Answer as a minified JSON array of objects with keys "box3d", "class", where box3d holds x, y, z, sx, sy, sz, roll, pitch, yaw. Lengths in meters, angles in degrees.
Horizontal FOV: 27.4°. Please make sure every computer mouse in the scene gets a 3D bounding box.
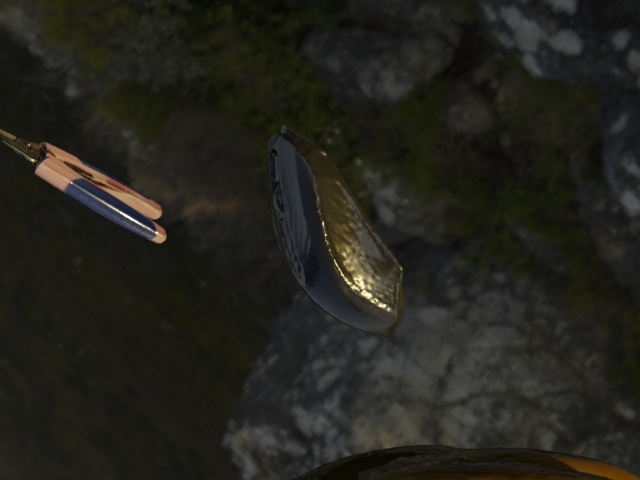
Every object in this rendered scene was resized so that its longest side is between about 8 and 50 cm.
[{"box3d":[0.000,0.000,0.942,0.172,0.057,0.099,61,162,-5],"class":"computer mouse"}]

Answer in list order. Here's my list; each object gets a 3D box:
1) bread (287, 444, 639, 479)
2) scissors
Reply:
[{"box3d":[0.003,0.167,0.477,0.333,0.333,0.160,-37,74,56],"class":"bread"},{"box3d":[-0.135,-0.034,0.736,0.113,0.039,0.012,31,110,-26],"class":"scissors"}]
